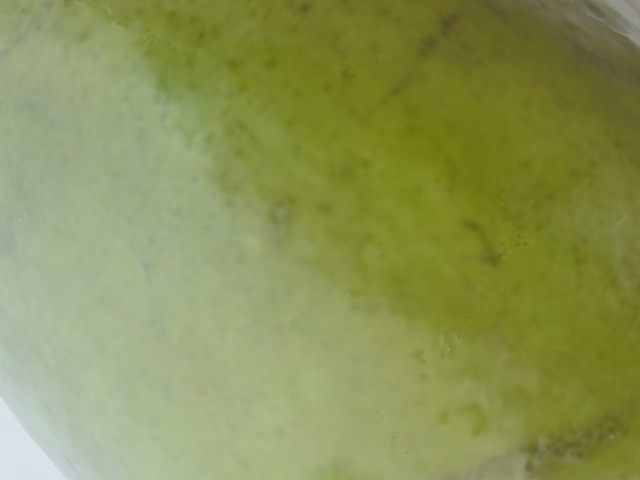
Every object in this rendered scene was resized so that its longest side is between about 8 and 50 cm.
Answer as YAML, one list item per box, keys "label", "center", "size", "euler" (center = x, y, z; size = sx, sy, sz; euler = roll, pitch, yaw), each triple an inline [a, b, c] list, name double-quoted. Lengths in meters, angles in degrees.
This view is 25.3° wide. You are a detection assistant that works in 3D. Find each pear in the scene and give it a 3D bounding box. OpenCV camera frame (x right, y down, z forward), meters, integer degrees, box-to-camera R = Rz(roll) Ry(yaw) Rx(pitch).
- label: "pear"
  center: [0.000, 0.000, 0.493]
  size: [0.307, 0.253, 0.253]
  euler: [32, -174, 15]
